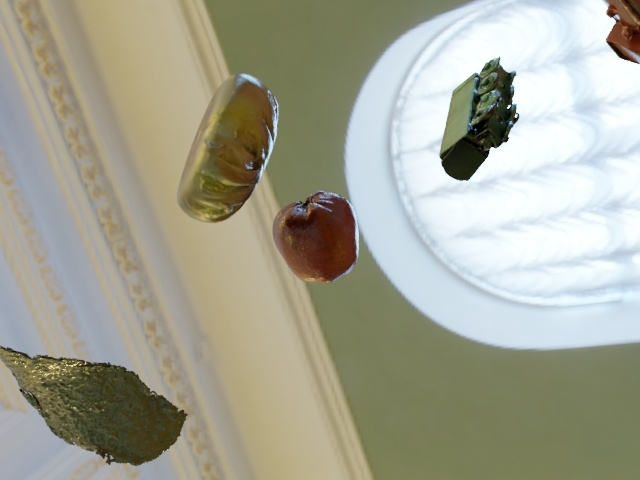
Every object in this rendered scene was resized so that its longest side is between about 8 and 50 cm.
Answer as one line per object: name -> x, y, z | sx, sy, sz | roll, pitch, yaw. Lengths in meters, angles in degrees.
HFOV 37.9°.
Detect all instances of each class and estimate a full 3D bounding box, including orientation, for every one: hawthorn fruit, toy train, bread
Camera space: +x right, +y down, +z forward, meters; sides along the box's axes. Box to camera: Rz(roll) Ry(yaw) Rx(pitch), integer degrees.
hawthorn fruit -> 0.000, 0.000, 1.414 | 0.133, 0.132, 0.138 | -40, -64, -52
toy train -> 0.141, -0.110, 0.823 | 0.038, 0.071, 0.148 | 38, -147, -12
bread -> -0.124, -0.121, 1.282 | 0.104, 0.213, 0.213 | 22, -121, -17
toy train -> 0.301, -0.244, 0.875 | 0.176, 0.074, 0.118 | 25, -84, -49

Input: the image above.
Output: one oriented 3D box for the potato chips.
potato chips -> -0.253, 0.158, 0.967 | 0.167, 0.228, 0.059 | 104, -175, -46
